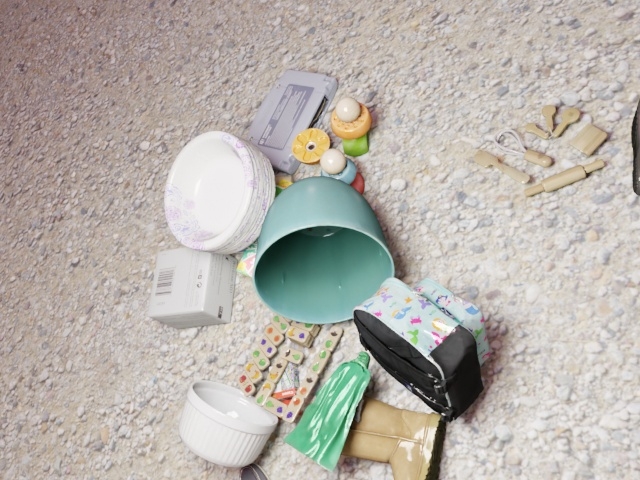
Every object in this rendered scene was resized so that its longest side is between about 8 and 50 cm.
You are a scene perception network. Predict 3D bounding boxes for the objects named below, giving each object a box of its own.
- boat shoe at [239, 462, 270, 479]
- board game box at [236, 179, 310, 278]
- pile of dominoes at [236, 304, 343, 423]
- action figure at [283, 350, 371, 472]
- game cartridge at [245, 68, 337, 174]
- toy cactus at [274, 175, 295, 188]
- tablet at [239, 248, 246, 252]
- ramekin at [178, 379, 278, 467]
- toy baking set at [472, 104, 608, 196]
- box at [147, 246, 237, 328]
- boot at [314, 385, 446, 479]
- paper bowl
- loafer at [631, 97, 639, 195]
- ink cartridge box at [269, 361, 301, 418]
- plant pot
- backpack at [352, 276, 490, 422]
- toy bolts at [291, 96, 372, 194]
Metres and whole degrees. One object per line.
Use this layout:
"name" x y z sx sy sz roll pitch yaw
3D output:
"boat shoe" -0.135 0.563 1.238 0.075 0.065 0.206 -30 56 15
"board game box" -0.098 -0.017 1.464 0.124 0.039 0.259 23 82 8
"pile of dominoes" -0.081 0.256 1.332 0.196 0.040 0.251 15 64 36
"action figure" 0.037 0.322 1.170 0.137 0.063 0.232 18 70 40
"game cartridge" -0.093 -0.331 1.636 0.196 0.060 0.294 21 79 31
"toy cactus" -0.151 -0.129 1.545 0.180 0.112 0.219 -8 71 18
"tablet" -0.197 0.008 1.567 0.083 0.006 0.054 -2 67 30
"ramekin" -0.205 0.396 1.277 0.207 0.207 0.109 24 90 35
"toy baking set" 0.467 -0.185 1.263 0.256 0.030 0.197 -27 54 16
"box" -0.325 0.119 1.519 0.181 0.119 0.181 -9 64 26
"boot" 0.095 0.422 1.163 0.269 0.089 0.236 3 57 30
"paper bowl" -0.227 -0.108 1.422 0.284 0.148 0.284 -7 79 35
"loafer" 0.644 -0.188 1.138 0.078 0.080 0.220 3 75 21
"ink cartridge box" -0.079 0.336 1.332 0.062 0.029 0.115 -18 59 21
"plant pot" 0.000 0.000 1.297 0.293 0.293 0.235 -26 39 18
"backpack" 0.188 0.187 1.133 0.253 0.225 0.191 25 60 40
"toy bolts" 0.019 -0.225 1.434 0.218 0.158 0.229 -6 66 13
